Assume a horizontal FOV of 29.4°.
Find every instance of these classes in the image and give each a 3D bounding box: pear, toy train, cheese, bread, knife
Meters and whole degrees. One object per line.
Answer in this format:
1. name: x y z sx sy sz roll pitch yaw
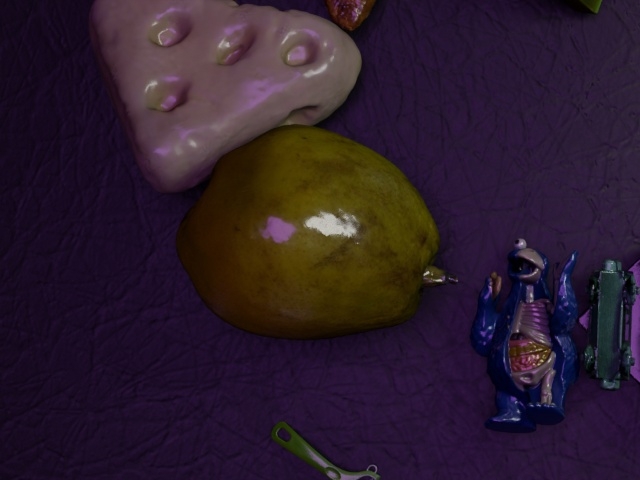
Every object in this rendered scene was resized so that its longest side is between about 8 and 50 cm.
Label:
1. pear: 0.000 0.000 1.609 0.375 0.287 0.287 17 88 5
2. toy train: 0.382 0.112 1.609 0.070 0.099 0.172 2 84 16
3. cheese: -0.155 -0.270 1.724 0.351 0.129 0.328 -30 67 -10
4. bread: 0.043 -0.411 1.734 0.105 0.076 0.233 -7 91 20
5. knife: 0.002 0.307 1.704 0.166 0.022 0.078 36 86 9

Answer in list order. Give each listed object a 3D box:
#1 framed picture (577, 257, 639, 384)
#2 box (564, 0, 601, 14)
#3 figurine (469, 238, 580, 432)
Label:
1. framed picture: 0.546 0.082 1.643 0.324 0.013 0.244 -45 79 2
2. box: 0.378 -0.480 1.641 0.043 0.173 0.311 22 90 39
3. figurine: 0.284 0.129 1.635 0.164 0.121 0.262 -1 74 46
